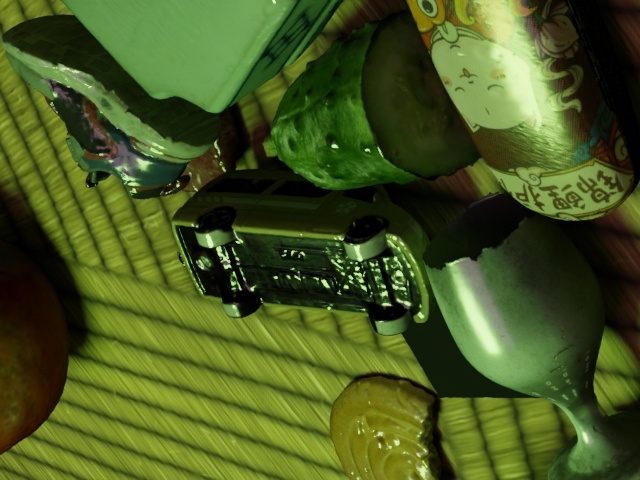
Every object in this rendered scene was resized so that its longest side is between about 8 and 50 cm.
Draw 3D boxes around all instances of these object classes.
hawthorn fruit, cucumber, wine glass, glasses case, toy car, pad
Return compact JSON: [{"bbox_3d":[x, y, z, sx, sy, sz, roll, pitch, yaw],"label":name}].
[{"bbox_3d":[-0.411,0.097,1.995,0.277,0.277,0.298,36,123,17],"label":"hawthorn fruit"},{"bbox_3d":[0.026,-0.096,1.398,0.244,0.134,0.134,-11,116,57],"label":"cucumber"},{"bbox_3d":[0.180,0.085,1.401,0.126,0.126,0.241,-6,122,52],"label":"wine glass"},{"bbox_3d":[0.133,-0.155,1.243,0.122,0.082,0.321,0,125,47],"label":"glasses case"},{"bbox_3d":[0.000,0.000,1.526,0.257,0.124,0.101,4,129,35],"label":"toy car"},{"bbox_3d":[0.139,0.090,1.564,0.190,0.004,0.127,-6,120,52],"label":"pad"}]

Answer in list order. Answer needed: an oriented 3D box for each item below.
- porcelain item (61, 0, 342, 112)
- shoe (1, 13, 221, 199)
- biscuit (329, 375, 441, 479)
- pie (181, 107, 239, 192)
[{"bbox_3d":[-0.097,-0.265,1.325,0.281,0.157,0.286,47,148,5],"label":"porcelain item"},{"bbox_3d":[-0.192,-0.112,1.581,0.227,0.099,0.125,34,134,21],"label":"shoe"},{"bbox_3d":[0.065,0.214,1.752,0.144,0.033,0.224,26,141,29],"label":"biscuit"},{"bbox_3d":[-0.132,-0.110,1.636,0.154,0.036,0.154,29,140,28],"label":"pie"}]
